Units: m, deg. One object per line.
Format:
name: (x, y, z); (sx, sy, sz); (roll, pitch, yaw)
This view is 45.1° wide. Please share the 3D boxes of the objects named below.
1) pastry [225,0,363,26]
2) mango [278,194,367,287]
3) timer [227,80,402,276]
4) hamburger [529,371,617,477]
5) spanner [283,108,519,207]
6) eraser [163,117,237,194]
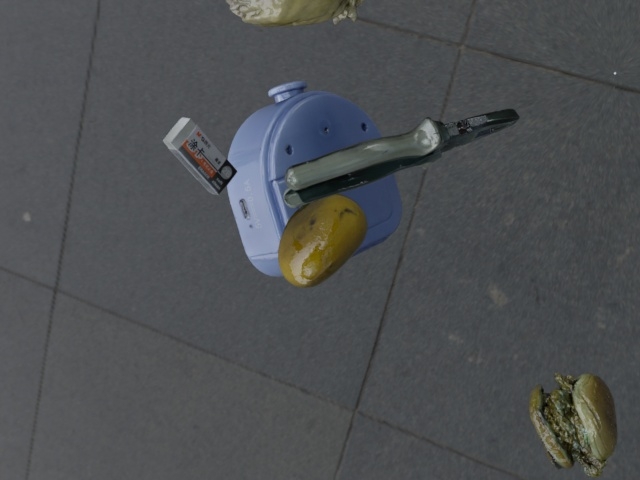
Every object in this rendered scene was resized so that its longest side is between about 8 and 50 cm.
pastry: (0.001, -0.364, 0.821); (0.236, 0.170, 0.255); (128, 141, -48)
mango: (0.000, 0.000, 1.175); (0.137, 0.195, 0.098); (-22, 111, 23)
timer: (-0.025, -0.134, 1.571); (0.173, 0.395, 0.394); (-9, 99, 46)
hamburger: (0.429, 0.310, 1.276); (0.131, 0.159, 0.184); (-18, 95, 19)
spanner: (0.106, -0.114, 0.982); (0.325, 0.095, 0.040); (-19, 74, -12)
eraser: (-0.179, -0.125, 1.158); (0.029, 0.122, 0.052); (15, 64, 47)
